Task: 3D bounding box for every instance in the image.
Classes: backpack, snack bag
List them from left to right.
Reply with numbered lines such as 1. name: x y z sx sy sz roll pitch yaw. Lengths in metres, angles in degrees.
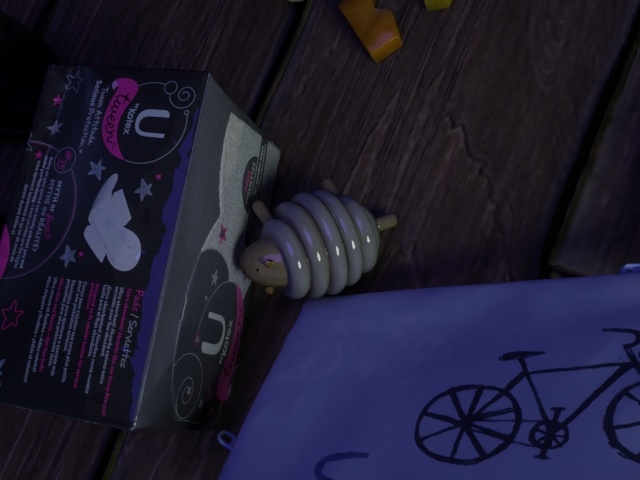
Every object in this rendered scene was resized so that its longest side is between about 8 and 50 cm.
1. backpack: -0.356 -0.168 0.742 0.182 0.152 0.115 2 71 33
2. snack bag: 0.072 0.137 0.437 0.323 0.037 0.342 -8 35 28

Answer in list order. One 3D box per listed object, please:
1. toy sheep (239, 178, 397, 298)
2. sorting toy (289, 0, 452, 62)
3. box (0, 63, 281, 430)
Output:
1. toy sheep: 0.000 0.000 0.586 0.132 0.091 0.091 -22 66 -16
2. sorting toy: 0.034 -0.320 0.682 0.229 0.041 0.307 -33 67 9
3. box: -0.135 0.013 0.588 0.142 0.163 0.247 8 79 18
